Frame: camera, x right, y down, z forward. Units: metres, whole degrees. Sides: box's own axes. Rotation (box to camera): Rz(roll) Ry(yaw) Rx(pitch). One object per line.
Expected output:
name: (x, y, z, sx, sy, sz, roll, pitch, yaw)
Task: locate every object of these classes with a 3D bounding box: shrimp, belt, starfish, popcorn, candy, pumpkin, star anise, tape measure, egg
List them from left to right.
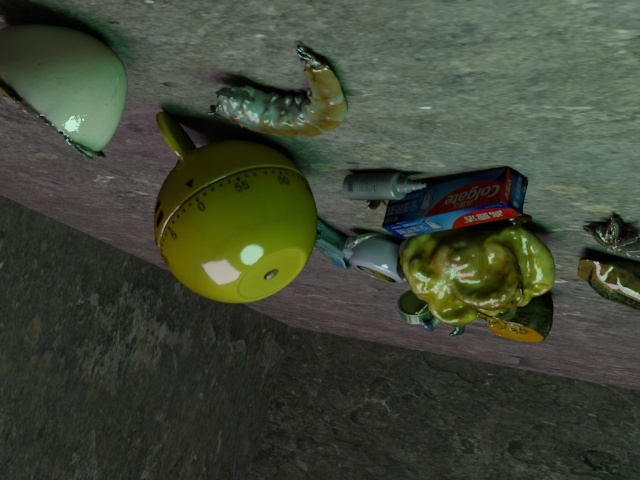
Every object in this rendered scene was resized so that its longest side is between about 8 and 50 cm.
egg: (-0.447, -0.286, 1.451, 0.286, 0.174, 0.264, 37, 177, 28)
shrimp: (-0.046, -0.228, 1.398, 0.185, 0.068, 0.287, 22, 164, -31)
belt: (0.000, 0.000, 2.236, 0.072, 0.087, 0.302, 1, 161, 38)
starfish: (0.118, -0.087, 1.846, 0.130, 0.041, 0.133, 28, -171, -31)
tape measure: (0.166, 0.045, 2.212, 0.179, 0.105, 0.196, 16, 168, 33)
popcorn: (0.314, 0.070, 1.802, 0.298, 0.280, 0.316, 4, -174, -26)
pumpkin: (0.489, 0.176, 2.275, 0.281, 0.139, 0.190, 20, 166, -7)
star anise: (0.577, 0.001, 1.607, 0.129, 0.056, 0.124, 33, 168, -5)
candy: (0.686, 0.101, 1.817, 0.272, 0.101, 0.143, 19, 162, 13)

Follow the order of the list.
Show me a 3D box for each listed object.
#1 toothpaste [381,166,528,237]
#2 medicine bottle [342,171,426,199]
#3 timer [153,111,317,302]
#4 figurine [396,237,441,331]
toothpaste: (0.251, -0.068, 1.615, 0.066, 0.076, 0.320, 27, 157, -30)
medicine bottle: (0.133, -0.110, 1.693, 0.199, 0.057, 0.058, 1, 160, 45)
timer: (-0.195, -0.068, 1.754, 0.386, 0.376, 0.376, 58, -172, 27)
figurine: (0.259, 0.092, 2.084, 0.158, 0.161, 0.275, -9, 127, 5)
